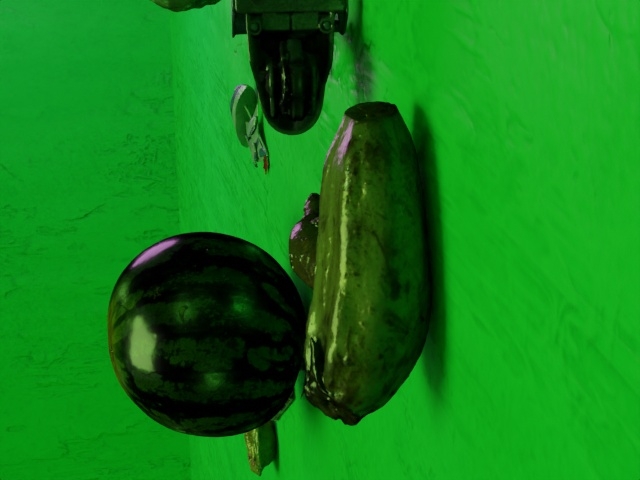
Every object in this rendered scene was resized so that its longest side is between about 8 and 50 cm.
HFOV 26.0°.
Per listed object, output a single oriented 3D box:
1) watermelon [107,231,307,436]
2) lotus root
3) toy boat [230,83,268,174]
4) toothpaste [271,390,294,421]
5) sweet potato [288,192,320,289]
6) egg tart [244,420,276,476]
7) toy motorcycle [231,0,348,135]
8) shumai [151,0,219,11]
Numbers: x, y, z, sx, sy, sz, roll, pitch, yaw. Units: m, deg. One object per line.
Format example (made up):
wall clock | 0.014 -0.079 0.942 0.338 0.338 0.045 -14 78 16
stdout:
watermelon | -0.138 0.117 1.694 0.269 0.269 0.269 176 90 -80
lotus root | 0.042 0.019 1.103 0.110 0.097 0.258 -157 71 -70
toy boat | -0.094 -0.150 1.971 0.105 0.034 0.149 114 138 -63
toothpaste | -0.070 0.216 1.930 0.196 0.047 0.040 119 160 -72
sweet potato | -0.006 0.001 1.432 0.226 0.068 0.068 -113 21 -62
egg tart | -0.089 0.297 2.063 0.105 0.039 0.105 176 90 -80
toy motorcycle | -0.029 -0.282 1.312 0.212 0.125 0.358 -105 14 -79
shumai | -0.091 -0.416 1.527 0.263 0.304 0.309 -2 90 45
